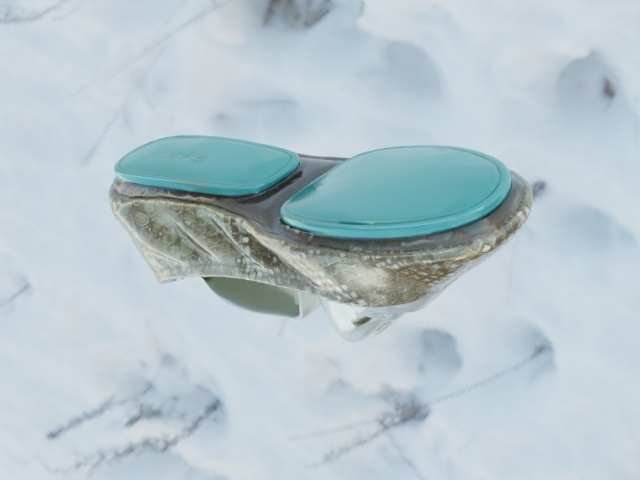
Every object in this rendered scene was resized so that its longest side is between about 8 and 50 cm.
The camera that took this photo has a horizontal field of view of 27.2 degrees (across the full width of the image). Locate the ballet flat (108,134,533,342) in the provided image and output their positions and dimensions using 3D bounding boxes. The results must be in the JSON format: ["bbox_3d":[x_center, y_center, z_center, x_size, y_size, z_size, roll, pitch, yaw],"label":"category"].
[{"bbox_3d":[0.000,0.000,0.494,0.206,0.073,0.067,12,127,48],"label":"ballet flat"}]
